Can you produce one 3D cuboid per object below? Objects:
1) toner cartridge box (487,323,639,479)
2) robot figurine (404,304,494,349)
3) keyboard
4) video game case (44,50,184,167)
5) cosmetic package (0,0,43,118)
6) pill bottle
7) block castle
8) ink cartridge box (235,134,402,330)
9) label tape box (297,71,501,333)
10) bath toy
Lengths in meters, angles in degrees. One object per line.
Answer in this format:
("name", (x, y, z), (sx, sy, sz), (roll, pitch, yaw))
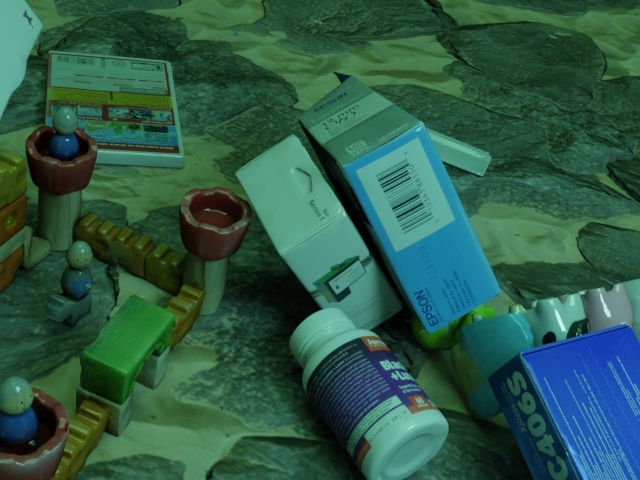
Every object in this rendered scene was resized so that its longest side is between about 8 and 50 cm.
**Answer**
("toner cartridge box", (0.323, 0.268, 0.921), (0.165, 0.075, 0.347), (-9, 64, -27))
("robot figurine", (0.169, 0.106, 1.159), (0.115, 0.067, 0.101), (-3, 15, -22))
("keyboard", (0.171, -0.176, 1.553), (0.256, 0.014, 0.072), (23, 44, 10))
("video game case", (-0.330, -0.212, 1.416), (0.204, 0.025, 0.285), (2, 40, -17))
("cosmetic package", (-0.545, -0.193, 1.050), (0.385, 0.156, 0.217), (-15, 46, 19))
("pill bottle", (0.046, 0.169, 1.009), (0.108, 0.108, 0.193), (-14, 47, -32))
("block castle", (-0.298, 0.052, 0.953), (0.303, 0.212, 0.453), (23, 39, 10))
("ink cartridge box", (0.000, 0.000, 1.104), (0.093, 0.219, 0.160), (-33, 49, 2))
("label tape box", (0.080, -0.067, 1.173), (0.115, 0.249, 0.347), (-31, 25, -3))
("bath toy", (0.333, 0.129, 1.145), (0.348, 0.151, 0.129), (-9, 83, -31))
